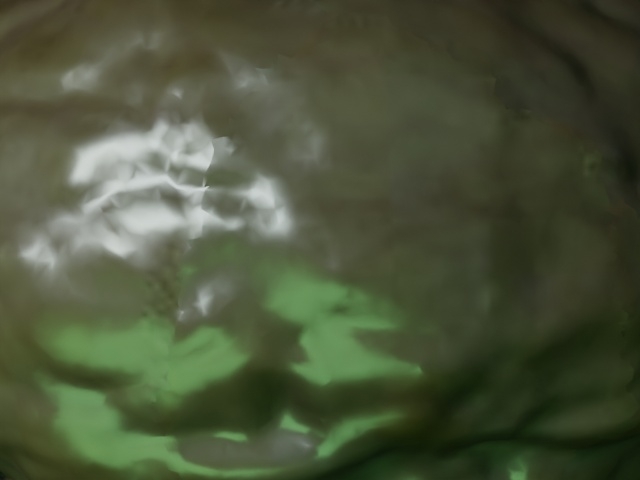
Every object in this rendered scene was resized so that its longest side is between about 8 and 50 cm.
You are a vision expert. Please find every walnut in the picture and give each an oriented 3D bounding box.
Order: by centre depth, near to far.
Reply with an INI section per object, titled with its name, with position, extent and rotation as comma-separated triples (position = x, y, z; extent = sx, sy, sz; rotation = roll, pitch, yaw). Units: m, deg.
[walnut]
position = -0.001, 0.001, 0.612
extent = 0.273, 0.273, 0.227
rotation = 7, 108, 27
